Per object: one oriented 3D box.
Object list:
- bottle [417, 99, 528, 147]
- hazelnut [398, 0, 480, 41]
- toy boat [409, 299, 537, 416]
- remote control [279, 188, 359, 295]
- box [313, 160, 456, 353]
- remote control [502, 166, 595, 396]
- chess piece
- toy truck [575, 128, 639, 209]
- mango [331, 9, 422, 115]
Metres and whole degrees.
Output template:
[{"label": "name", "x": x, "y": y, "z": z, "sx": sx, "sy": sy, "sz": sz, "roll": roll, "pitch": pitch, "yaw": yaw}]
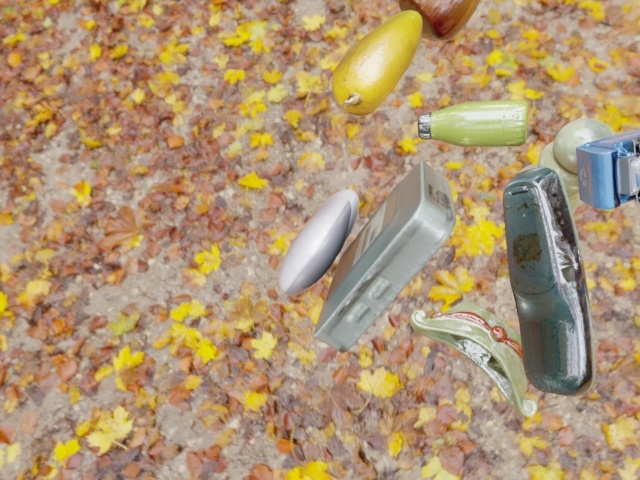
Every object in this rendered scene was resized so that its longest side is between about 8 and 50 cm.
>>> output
[{"label": "bottle", "x": 0.373, "y": -0.287, "z": 1.344, "sx": 0.259, "sy": 0.112, "sz": 0.112, "roll": 3, "pitch": 62, "yaw": 21}, {"label": "hazelnut", "x": 0.302, "y": -0.602, "z": 1.345, "sx": 0.209, "sy": 0.186, "sz": 0.210, "roll": -6, "pitch": 64, "yaw": 13}, {"label": "toy boat", "x": 0.198, "y": 0.131, "z": 0.664, "sx": 0.185, "sy": 0.089, "sz": 0.071, "roll": 38, "pitch": 75, "yaw": 7}, {"label": "remote control", "x": 0.000, "y": 0.000, "z": 1.232, "sx": 0.103, "sy": 0.221, "sz": 0.332, "roll": 34, "pitch": 32, "yaw": 1}, {"label": "box", "x": 0.143, "y": 0.026, "z": 1.245, "sx": 0.111, "sy": 0.396, "sz": 0.397, "roll": 36, "pitch": 112, "yaw": -4}, {"label": "remote control", "x": 0.219, "y": 0.040, "z": 0.529, "sx": 0.042, "sy": 0.072, "sz": 0.222, "roll": -7, "pitch": 88, "yaw": -31}, {"label": "chess piece", "x": 0.596, "y": -0.166, "z": 1.331, "sx": 0.182, "sy": 0.330, "sz": 0.183, "roll": 1, "pitch": 65, "yaw": -3}, {"label": "toy truck", "x": 0.685, "y": -0.162, "z": 1.086, "sx": 0.366, "sy": 0.175, "sz": 0.146, "roll": -14, "pitch": 106, "yaw": -17}, {"label": "mango", "x": 0.070, "y": -0.217, "z": 0.645, "sx": 0.066, "sy": 0.101, "sz": 0.188, "roll": 42, "pitch": 64, "yaw": -16}]
